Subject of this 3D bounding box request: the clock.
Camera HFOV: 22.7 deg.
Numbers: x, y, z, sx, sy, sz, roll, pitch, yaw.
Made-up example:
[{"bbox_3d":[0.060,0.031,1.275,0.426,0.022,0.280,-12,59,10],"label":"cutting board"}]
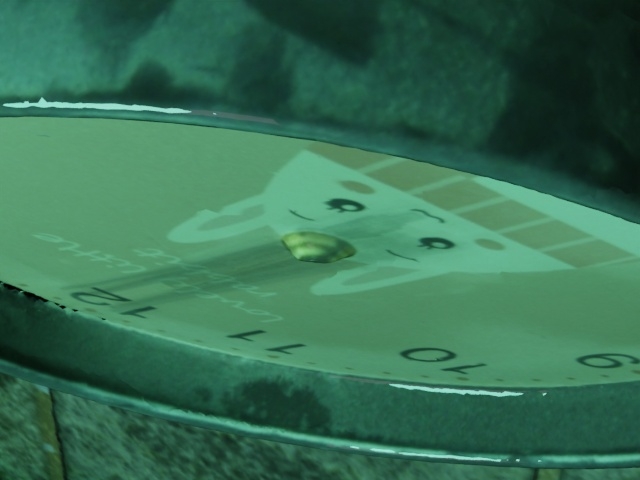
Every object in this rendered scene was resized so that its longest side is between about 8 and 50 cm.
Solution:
[{"bbox_3d":[0.000,0.000,0.554,0.386,0.076,0.386,8,161,3],"label":"clock"}]
